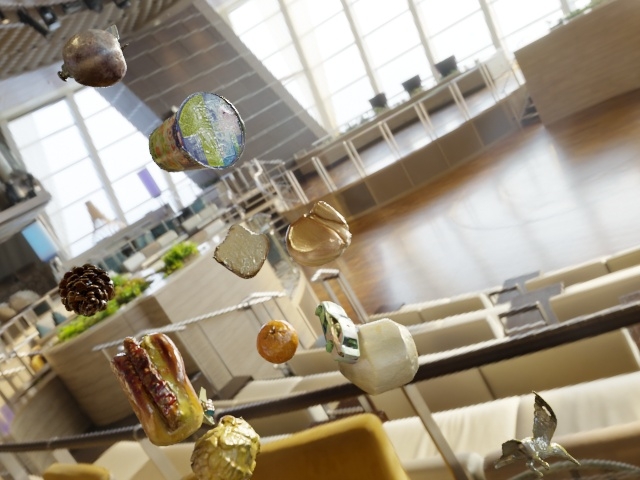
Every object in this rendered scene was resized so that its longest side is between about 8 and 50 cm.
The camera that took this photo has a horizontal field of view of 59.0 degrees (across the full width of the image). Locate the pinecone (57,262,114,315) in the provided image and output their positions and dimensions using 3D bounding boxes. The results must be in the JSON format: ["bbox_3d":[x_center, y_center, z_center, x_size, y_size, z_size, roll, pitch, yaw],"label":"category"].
[{"bbox_3d":[-0.698,0.155,1.693,0.173,0.174,0.173,-29,12,7],"label":"pinecone"}]

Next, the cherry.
[{"bbox_3d":[-0.708,-0.572,1.775,0.195,0.195,0.195,-29,12,7],"label":"cherry"}]

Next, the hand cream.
[{"bbox_3d":[-0.776,-0.623,1.897,0.256,0.055,0.088,-32,54,12],"label":"hand cream"}]

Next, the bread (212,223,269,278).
[{"bbox_3d":[-0.199,0.028,1.443,0.129,0.126,0.044,-63,5,-18],"label":"bread"}]

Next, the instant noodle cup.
[{"bbox_3d":[-0.476,-0.367,2.074,0.312,0.284,0.284,-7,25,47],"label":"instant noodle cup"}]

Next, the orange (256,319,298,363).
[{"bbox_3d":[-0.135,0.307,1.735,0.135,0.117,0.136,-21,44,22],"label":"orange"}]

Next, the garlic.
[{"bbox_3d":[0.000,0.000,1.856,0.217,0.110,0.228,-37,50,-15],"label":"garlic"}]

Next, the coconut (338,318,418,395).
[{"bbox_3d":[0.189,0.400,1.931,0.265,0.237,0.237,-20,10,-9],"label":"coconut"}]

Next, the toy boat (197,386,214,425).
[{"bbox_3d":[-0.459,0.661,2.248,0.066,0.065,0.172,-34,42,0],"label":"toy boat"}]

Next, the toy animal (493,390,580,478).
[{"bbox_3d":[0.429,0.421,1.107,0.095,0.155,0.219,-36,-27,-54],"label":"toy animal"}]

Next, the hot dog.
[{"bbox_3d":[-0.529,0.440,1.798,0.185,0.223,0.405,-22,45,-29],"label":"hot dog"}]

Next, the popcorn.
[{"bbox_3d":[-0.309,0.720,1.898,0.190,0.250,0.250,0,28,35],"label":"popcorn"}]

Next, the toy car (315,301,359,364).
[{"bbox_3d":[0.056,0.264,1.683,0.076,0.090,0.224,-52,37,29],"label":"toy car"}]
